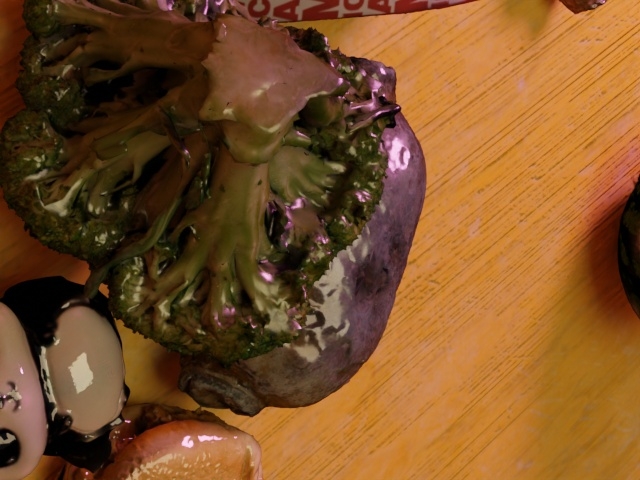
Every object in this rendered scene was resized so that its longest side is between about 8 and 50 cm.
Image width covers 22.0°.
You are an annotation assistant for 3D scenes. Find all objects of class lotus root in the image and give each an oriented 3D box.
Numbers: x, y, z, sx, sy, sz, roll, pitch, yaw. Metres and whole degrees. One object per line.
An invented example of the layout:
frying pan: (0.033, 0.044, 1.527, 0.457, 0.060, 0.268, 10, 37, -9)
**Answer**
lotus root: (0.002, 0.001, 1.455, 0.175, 0.175, 0.349, 36, 74, -44)

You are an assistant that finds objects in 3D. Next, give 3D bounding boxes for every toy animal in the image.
toy animal: (-0.241, 0.119, 1.252, 0.179, 0.138, 0.166, -15, 94, -48)

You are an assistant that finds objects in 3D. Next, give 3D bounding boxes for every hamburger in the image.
hamburger: (-0.137, 0.241, 1.411, 0.214, 0.108, 0.213, -12, 108, -43)

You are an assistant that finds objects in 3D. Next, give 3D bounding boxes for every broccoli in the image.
broccoli: (-0.093, -0.073, 1.249, 0.321, 0.283, 0.304, 20, 70, -13)

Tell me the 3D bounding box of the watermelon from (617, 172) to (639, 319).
watermelon: (0.464, 0.013, 1.868, 0.269, 0.269, 0.269, -14, 110, -43)

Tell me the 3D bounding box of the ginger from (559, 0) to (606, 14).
ginger: (0.269, -0.324, 1.709, 0.103, 0.073, 0.162, 30, 72, -59)

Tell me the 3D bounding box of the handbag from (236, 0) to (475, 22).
handbag: (0.029, -0.277, 1.419, 0.298, 0.151, 0.171, -19, 120, -34)
